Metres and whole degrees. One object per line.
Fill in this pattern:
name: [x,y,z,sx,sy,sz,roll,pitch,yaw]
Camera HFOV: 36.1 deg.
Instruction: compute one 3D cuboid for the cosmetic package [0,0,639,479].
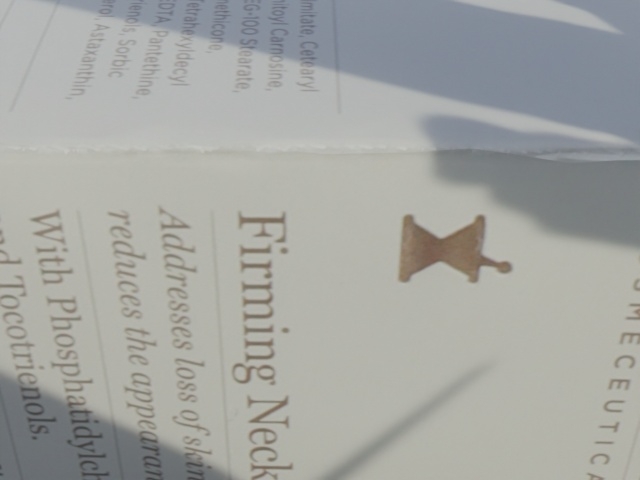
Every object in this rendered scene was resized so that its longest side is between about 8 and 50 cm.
cosmetic package: [0.000,0.000,0.562,0.393,0.329,0.327,0,37,-1]
